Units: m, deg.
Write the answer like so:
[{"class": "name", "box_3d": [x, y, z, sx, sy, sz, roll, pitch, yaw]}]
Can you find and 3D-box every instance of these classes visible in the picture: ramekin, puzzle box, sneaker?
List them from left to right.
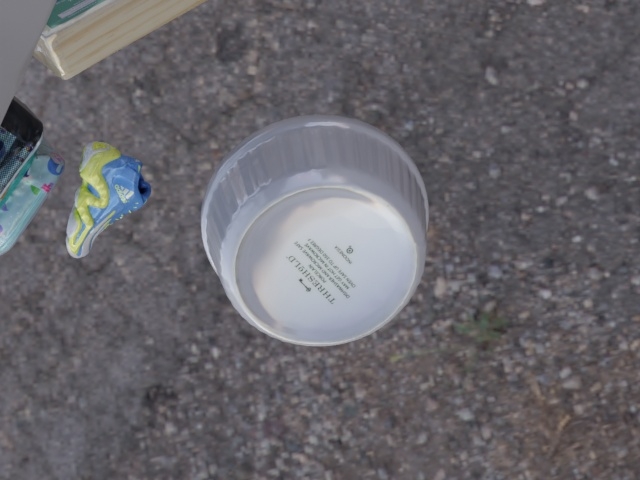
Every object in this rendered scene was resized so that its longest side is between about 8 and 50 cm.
[{"class": "sneaker", "box_3d": [-0.363, -0.055, 1.892, 0.091, 0.126, 0.240, -88, 14, -49]}, {"class": "puzzle box", "box_3d": [-0.163, -0.328, 1.145, 0.272, 0.409, 0.052, 38, 154, 42]}, {"class": "ramekin", "box_3d": [0.000, 0.000, 1.267, 0.127, 0.273, 0.273, -103, 33, -60]}]

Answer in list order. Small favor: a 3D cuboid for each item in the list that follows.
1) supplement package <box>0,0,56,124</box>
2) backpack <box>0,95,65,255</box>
[{"class": "supplement package", "box_3d": [-0.359, -0.195, 0.766, 0.293, 0.175, 0.177, 15, 69, 4]}, {"class": "backpack", "box_3d": [-0.474, -0.082, 1.464, 0.253, 0.191, 0.225, -51, 28, -3]}]
